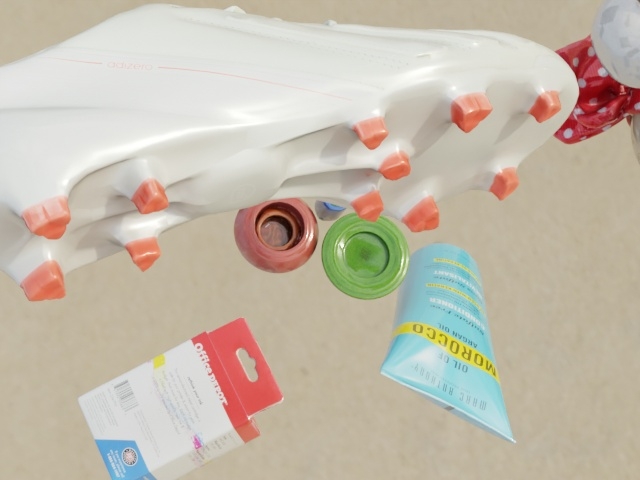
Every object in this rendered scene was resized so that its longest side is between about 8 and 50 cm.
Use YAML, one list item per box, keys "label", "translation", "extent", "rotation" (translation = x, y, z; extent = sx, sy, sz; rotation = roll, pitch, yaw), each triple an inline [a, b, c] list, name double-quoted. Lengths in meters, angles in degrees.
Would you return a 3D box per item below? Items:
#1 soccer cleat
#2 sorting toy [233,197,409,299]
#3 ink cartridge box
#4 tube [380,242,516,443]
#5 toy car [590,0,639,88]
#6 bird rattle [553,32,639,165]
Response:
- label: "soccer cleat"
  translation: [-0.015, -0.040, 0.446]
  extent: [0.196, 0.068, 0.076]
  rotation: [-12, 56, -27]
- label: "sorting toy"
  translation: [0.000, 0.000, 0.908]
  extent: [0.102, 0.042, 0.061]
  rotation: [19, 74, -5]
- label: "ink cartridge box"
  translation: [-0.166, 0.208, 1.953]
  extent: [0.231, 0.078, 0.134]
  rotation: [-27, 65, -3]
- label: "tube"
  translation: [0.070, 0.057, 0.910]
  extent: [0.207, 0.080, 0.052]
  rotation: [-80, 14, -72]
- label: "toy car"
  translation: [0.291, -0.131, 1.085]
  extent: [0.159, 0.182, 0.136]
  rotation: [-32, 10, -3]
- label: "bird rattle"
  translation: [0.299, -0.080, 1.220]
  extent: [0.207, 0.143, 0.253]
  rotation: [-18, 53, -10]
